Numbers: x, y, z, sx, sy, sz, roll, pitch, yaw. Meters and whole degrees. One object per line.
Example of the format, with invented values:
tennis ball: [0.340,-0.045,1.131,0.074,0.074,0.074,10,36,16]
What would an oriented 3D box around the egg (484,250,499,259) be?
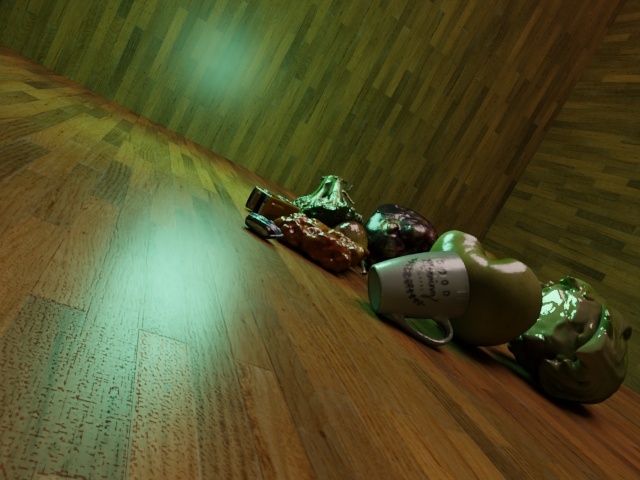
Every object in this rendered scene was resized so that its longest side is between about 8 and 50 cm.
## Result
egg: [0.707,0.187,2.220,0.301,0.301,0.374,30,6,12]

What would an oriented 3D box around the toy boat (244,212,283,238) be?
toy boat: [-0.173,-0.042,1.480,0.137,0.060,0.061,29,28,31]

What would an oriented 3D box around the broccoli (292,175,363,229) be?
broccoli: [0.043,-0.127,2.014,0.304,0.283,0.321,19,-8,-43]

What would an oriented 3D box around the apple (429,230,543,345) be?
apple: [0.487,0.170,1.500,0.312,0.360,0.320,-1,42,-1]

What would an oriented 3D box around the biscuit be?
biscuit: [0.000,0.000,1.649,0.318,0.110,0.312,30,9,12]

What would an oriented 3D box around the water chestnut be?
water chestnut: [0.326,0.033,2.021,0.335,0.335,0.347,33,-36,28]

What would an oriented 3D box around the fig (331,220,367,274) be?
fig: [0.120,0.041,1.852,0.160,0.230,0.143,-1,-19,-37]

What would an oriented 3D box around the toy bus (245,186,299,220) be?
toy bus: [-0.184,-0.127,1.867,0.114,0.098,0.201,34,8,35]

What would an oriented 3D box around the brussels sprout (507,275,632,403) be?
brussels sprout: [0.812,0.326,1.553,0.361,0.342,0.425,36,21,-22]

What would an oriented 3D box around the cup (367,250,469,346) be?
cup: [0.262,0.161,1.294,0.234,0.258,0.186,-4,-24,-11]
